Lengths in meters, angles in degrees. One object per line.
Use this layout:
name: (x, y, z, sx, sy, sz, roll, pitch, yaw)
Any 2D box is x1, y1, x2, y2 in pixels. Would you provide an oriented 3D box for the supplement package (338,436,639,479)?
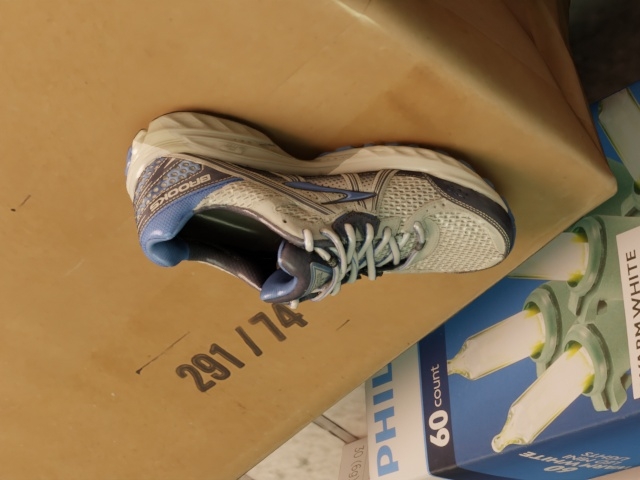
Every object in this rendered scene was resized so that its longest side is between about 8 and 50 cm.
supplement package: (0.169, 0.168, 0.839, 0.293, 0.177, 0.175, -23, 117, 20)

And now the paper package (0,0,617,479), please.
paper package: (-0.102, -0.050, 0.670, 0.309, 0.168, 0.325, 31, 125, -26)

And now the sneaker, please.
sneaker: (0.000, 0.000, 0.563, 0.135, 0.058, 0.052, 7, 132, -7)

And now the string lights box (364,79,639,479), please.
string lights box: (0.124, 0.020, 0.686, 0.077, 0.133, 0.260, 12, 156, -34)
